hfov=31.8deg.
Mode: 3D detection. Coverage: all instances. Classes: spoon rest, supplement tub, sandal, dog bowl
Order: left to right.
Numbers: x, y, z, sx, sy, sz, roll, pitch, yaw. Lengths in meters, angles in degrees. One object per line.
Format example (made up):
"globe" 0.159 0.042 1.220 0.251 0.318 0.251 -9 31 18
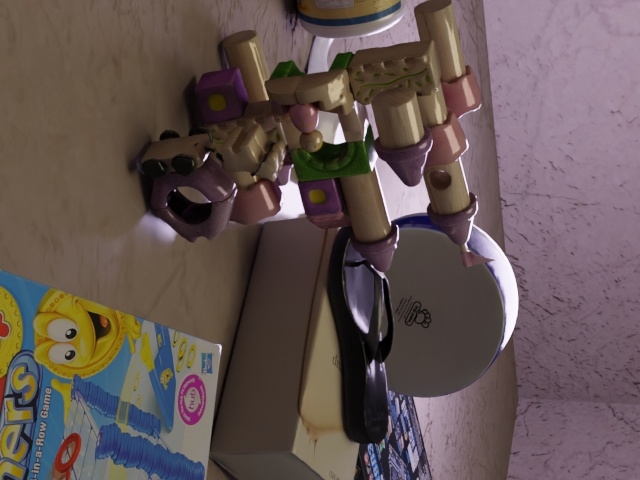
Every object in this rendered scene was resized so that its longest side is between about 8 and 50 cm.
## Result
"spoon rest" 0.015 -0.206 1.550 0.137 0.084 0.276 46 61 -65
"supplement tub" 0.030 -0.374 1.436 0.144 0.144 0.199 -65 151 -53
"sandal" 0.061 0.107 1.306 0.097 0.054 0.254 -9 93 -64
"dog bowl" 0.155 0.096 1.675 0.104 0.265 0.265 -33 123 -67

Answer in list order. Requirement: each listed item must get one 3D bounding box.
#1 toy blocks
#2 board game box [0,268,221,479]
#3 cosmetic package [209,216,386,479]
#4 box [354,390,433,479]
"toy blocks" 0.018 -0.061 1.168 0.309 0.289 0.260 -70 150 -54
"board game box" -0.194 0.191 0.751 0.302 0.086 0.308 30 62 -60
"cosmetic package" -0.019 0.140 1.328 0.160 0.113 0.309 51 40 -48
"box" 0.095 0.362 1.775 0.293 0.073 0.295 -53 133 -59
